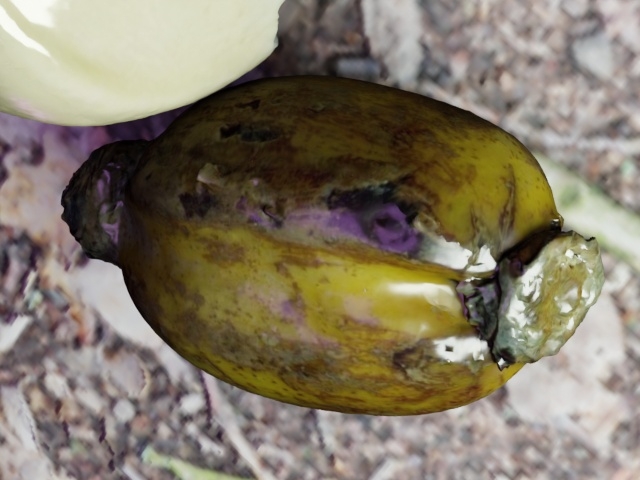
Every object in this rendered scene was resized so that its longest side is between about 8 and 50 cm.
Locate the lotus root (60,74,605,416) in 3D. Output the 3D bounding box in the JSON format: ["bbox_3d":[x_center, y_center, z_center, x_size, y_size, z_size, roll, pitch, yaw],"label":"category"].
[{"bbox_3d":[0.000,0.000,0.715,0.209,0.120,0.120,12,108,25],"label":"lotus root"}]

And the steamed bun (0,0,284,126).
[{"bbox_3d":[-0.103,-0.139,0.718,0.225,0.170,0.200,17,77,43],"label":"steamed bun"}]
